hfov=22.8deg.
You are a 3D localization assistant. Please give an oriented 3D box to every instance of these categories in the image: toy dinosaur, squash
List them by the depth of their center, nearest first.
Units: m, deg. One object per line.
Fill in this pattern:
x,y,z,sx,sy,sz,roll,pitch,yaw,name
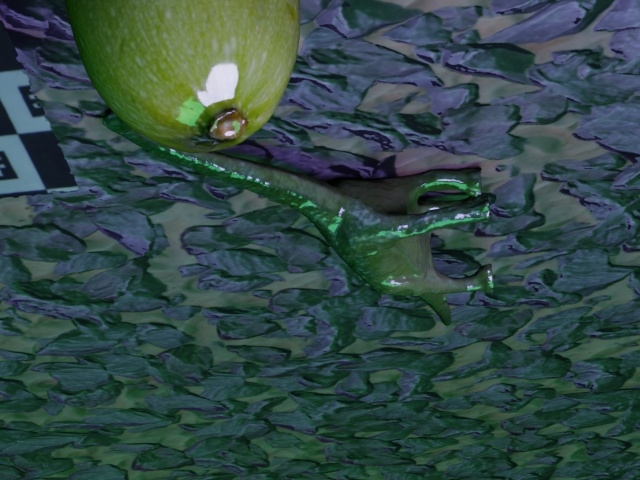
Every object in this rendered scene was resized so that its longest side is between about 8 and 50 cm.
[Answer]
-0.080,-0.153,0.858,0.132,0.247,0.132,-7,154,-3,squash
0.000,0.000,1.400,0.301,0.087,0.447,-8,148,2,toy dinosaur

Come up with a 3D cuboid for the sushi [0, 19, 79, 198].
-0.369,-0.139,1.019,0.359,0.064,0.343,-5,145,8,sushi
